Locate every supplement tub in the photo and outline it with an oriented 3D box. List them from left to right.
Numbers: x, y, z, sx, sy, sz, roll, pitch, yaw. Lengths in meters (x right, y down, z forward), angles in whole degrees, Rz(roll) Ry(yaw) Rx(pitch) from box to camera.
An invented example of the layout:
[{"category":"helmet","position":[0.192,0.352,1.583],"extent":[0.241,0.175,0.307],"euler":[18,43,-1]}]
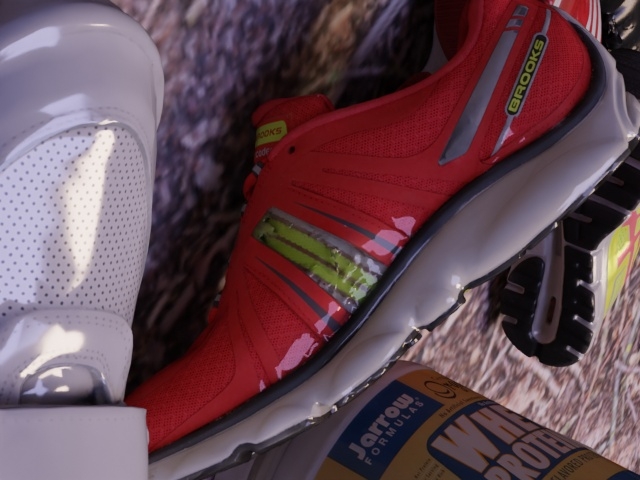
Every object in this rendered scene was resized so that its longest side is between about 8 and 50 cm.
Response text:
[{"category":"supplement tub","position":[0.060,0.146,0.662],"extent":[0.144,0.200,0.144],"euler":[-38,141,-39]}]

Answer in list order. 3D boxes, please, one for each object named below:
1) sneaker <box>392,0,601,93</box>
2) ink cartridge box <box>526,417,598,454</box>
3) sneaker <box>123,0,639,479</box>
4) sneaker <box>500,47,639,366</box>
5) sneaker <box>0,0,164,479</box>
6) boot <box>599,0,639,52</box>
[{"category":"sneaker","position":[0.089,-0.051,0.678],"extent":[0.128,0.087,0.221],"euler":[23,93,-59]},{"category":"ink cartridge box","position":[0.085,0.196,0.809],"extent":[0.128,0.127,0.176],"euler":[3,110,-57]},{"category":"sneaker","position":[0.000,0.000,0.569],"extent":[0.279,0.118,0.107],"euler":[-40,175,-2]},{"category":"sneaker","position":[0.164,-0.028,0.830],"extent":[0.094,0.081,0.208],"euler":[-39,148,-48]},{"category":"sneaker","position":[-0.081,0.117,0.410],"extent":[0.137,0.210,0.365],"euler":[7,106,-59]},{"category":"boot","position":[0.189,-0.162,0.790],"extent":[0.121,0.045,0.099],"euler":[-50,145,-11]}]
